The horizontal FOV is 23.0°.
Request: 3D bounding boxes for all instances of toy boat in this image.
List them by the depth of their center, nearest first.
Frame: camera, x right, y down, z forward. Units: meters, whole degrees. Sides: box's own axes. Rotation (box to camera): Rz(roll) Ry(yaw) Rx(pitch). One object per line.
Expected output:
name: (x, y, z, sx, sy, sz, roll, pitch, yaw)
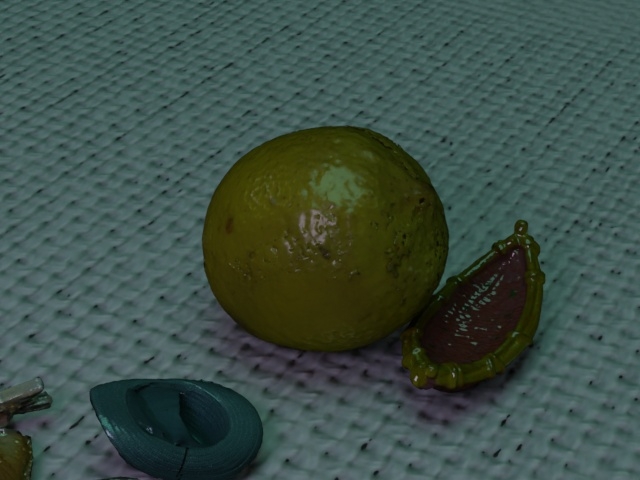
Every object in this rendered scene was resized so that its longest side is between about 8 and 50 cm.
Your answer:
toy boat: (0.176, 0.094, 1.800, 0.141, 0.099, 0.318, 12, 35, 22)

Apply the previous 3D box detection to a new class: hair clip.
hair clip: (-0.388, 0.188, 1.653, 0.213, 0.056, 0.062, -15, 51, -12)

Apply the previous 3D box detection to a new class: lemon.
lemon: (0.000, 0.000, 1.787, 0.310, 0.258, 0.258, -10, 23, 32)

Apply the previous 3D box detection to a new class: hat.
hat: (-0.157, 0.200, 1.627, 0.190, 0.078, 0.138, 8, 35, -28)

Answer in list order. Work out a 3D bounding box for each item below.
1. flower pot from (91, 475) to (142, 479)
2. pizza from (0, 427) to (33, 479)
flower pot: (-0.189, 0.327, 1.283, 0.239, 0.190, 0.209, 22, 31, 37)
pizza: (-0.379, 0.237, 1.556, 0.188, 0.081, 0.204, 32, 26, 4)
